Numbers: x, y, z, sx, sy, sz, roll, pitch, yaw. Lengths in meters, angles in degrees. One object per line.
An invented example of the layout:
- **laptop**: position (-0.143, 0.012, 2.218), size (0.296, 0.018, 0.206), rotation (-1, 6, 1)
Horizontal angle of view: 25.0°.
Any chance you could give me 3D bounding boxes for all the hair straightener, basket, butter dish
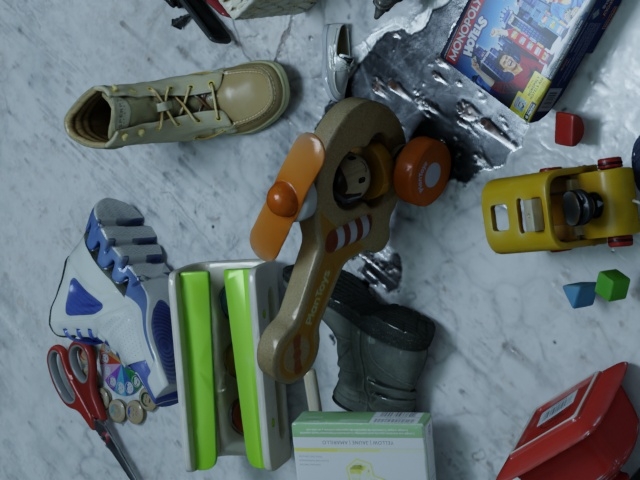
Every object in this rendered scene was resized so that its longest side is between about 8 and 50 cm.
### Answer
- **hair straightener**: position (-0.199, -0.335, 1.985), size (0.230, 0.047, 0.089), rotation (43, 120, 27)
- **basket**: position (-0.059, -0.348, 1.798), size (0.113, 0.167, 0.103), rotation (-41, 77, 35)
- **butter dish**: position (0.298, 0.236, 1.615), size (0.118, 0.160, 0.160), rotation (48, 126, -4)

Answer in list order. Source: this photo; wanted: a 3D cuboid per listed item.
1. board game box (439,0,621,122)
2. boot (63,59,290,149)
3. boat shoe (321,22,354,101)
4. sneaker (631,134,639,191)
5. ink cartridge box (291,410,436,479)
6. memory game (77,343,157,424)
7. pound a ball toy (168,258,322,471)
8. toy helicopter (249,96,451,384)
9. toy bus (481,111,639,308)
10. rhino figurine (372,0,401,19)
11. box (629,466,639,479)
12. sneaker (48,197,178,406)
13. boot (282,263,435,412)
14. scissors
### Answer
- **board game box**: position (0.226, -0.267, 1.643), size (0.194, 0.060, 0.194), rotation (43, 120, 28)
- **boot**: position (-0.189, -0.177, 1.896), size (0.262, 0.203, 0.095), rotation (-6, 93, 41)
- **boat shoe**: position (0.025, -0.227, 1.828), size (0.035, 0.035, 0.100), rotation (-3, 88, 42)
- **sneaker**: position (0.385, -0.056, 1.550), size (0.144, 0.059, 0.053), rotation (65, 149, 24)
- **ink cartridge box**: position (0.061, 0.330, 1.804), size (0.171, 0.056, 0.235), rotation (-2, 102, 16)
- **memory game**: position (-0.300, 0.185, 2.160), size (0.186, 0.012, 0.186), rotation (7, 101, 38)
- **pound a ball toy**: position (-0.074, 0.187, 1.922), size (0.208, 0.136, 0.319), rotation (-4, 96, 16)
- **toy helicopter**: position (0.000, 0.000, 1.710), size (0.140, 0.235, 0.355), rotation (22, 93, 35)
- **toy bus**: position (0.266, -0.034, 1.590), size (0.191, 0.104, 0.202), rotation (54, 140, 37)
- **rhino figurine**: position (0.123, -0.356, 1.688), size (0.073, 0.106, 0.243), rotation (30, 122, 1)
- **box**: position (0.408, 0.315, 1.595), size (0.162, 0.029, 0.116), rotation (46, 121, 24)
- **sneaker**: position (-0.282, 0.115, 2.065), size (0.182, 0.127, 0.315), rotation (-44, 62, 31)
- **boot**: position (0.033, 0.140, 1.846), size (0.246, 0.083, 0.161), rotation (29, 119, 34)
- **scissors**: position (-0.335, 0.286, 2.186), size (0.109, 0.021, 0.297), rotation (-31, 79, 37)
